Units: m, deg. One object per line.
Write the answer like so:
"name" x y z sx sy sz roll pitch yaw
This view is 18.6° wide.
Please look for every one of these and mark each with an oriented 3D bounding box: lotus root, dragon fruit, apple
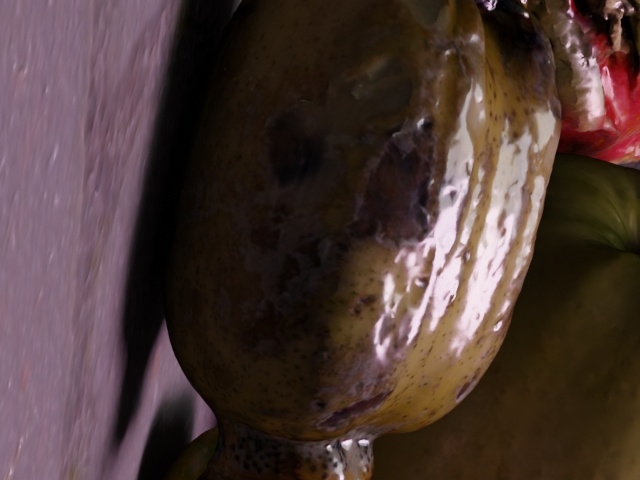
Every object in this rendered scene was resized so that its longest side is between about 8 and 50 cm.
"lotus root" 0.005 0.009 0.779 0.154 0.154 0.278 -43 145 -81
"dragon fruit" 0.144 -0.159 1.258 0.302 0.231 0.237 -118 -163 -83
"apple" 0.109 0.112 1.181 0.312 0.320 0.360 -5 136 -50

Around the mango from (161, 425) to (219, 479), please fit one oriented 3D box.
"mango" -0.036 0.141 0.927 0.165 0.089 0.115 18 83 -82
